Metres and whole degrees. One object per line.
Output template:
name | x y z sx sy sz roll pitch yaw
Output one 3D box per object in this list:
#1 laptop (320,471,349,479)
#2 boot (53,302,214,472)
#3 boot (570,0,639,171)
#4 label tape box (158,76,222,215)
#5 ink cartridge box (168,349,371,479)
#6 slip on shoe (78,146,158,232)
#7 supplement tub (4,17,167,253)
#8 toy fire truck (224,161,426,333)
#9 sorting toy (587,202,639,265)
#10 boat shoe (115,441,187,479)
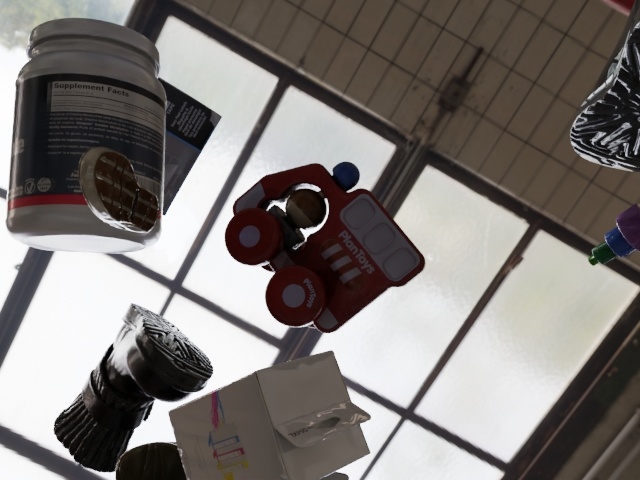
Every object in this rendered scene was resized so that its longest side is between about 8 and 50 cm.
laptop | -0.075 0.551 0.933 0.408 0.381 0.236 28 166 -39
boot | -0.308 0.259 1.000 0.131 0.260 0.348 34 171 -21
boot | 0.454 -0.339 0.728 0.146 0.444 0.367 20 168 12
label tape box | -0.419 -0.244 1.291 0.348 0.249 0.115 30 -177 -22
ink cartridge box | -0.038 0.152 0.503 0.092 0.143 0.089 -5 -110 -49
slip on shoe | -0.171 -0.039 0.503 0.041 0.051 0.135 12 171 5
supplement tub | -0.303 -0.127 0.820 0.191 0.272 0.191 -1 170 0
toy fire truck | 0.000 0.000 1.066 0.302 0.254 0.169 53 -174 16
sorting toy | 0.534 0.102 0.905 0.366 0.126 0.127 39 -141 -8
boat shoe | -0.159 0.302 0.812 0.073 0.224 0.080 41 -138 -63
